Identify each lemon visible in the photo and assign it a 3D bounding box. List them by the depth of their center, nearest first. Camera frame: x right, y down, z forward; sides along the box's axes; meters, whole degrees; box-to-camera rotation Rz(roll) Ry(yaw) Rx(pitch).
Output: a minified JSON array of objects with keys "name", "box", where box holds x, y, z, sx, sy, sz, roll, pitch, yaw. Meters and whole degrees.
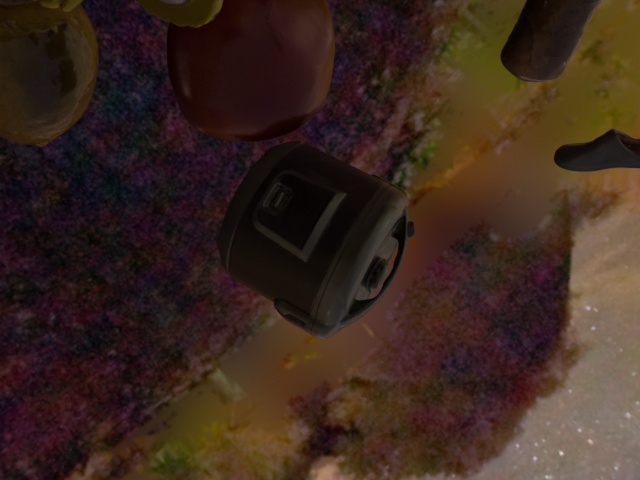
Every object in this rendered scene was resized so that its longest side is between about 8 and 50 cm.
[{"name":"lemon","box":[-0.536,-0.325,1.122,0.285,0.286,0.316,-38,-171,-28]}]

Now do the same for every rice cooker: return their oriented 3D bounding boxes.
[{"name":"rice cooker","box":[0.000,0.000,1.232,0.335,0.325,0.335,-56,167,-20]}]

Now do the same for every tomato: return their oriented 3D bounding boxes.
[{"name":"tomato","box":[-0.095,-0.276,0.941,0.298,0.226,0.299,13,90,-83]}]

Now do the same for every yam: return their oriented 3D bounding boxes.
[{"name":"yam","box":[0.262,-0.283,0.539,0.081,0.081,0.357,-37,160,-36]}]

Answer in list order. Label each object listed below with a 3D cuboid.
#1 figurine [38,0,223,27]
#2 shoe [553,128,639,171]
[{"name":"figurine","box":[-0.130,-0.219,0.432,0.109,0.177,0.130,-47,147,-53]},{"name":"shoe","box":[0.542,-0.178,1.174,0.079,0.195,0.078,-65,152,-45]}]
